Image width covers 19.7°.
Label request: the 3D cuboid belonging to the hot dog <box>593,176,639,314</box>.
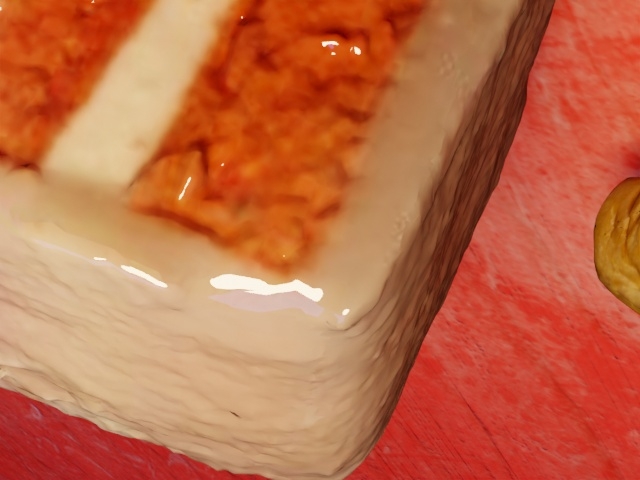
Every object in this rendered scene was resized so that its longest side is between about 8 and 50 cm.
[{"bbox_3d":[0.275,0.052,0.871,0.158,0.117,0.349,29,-172,-41],"label":"hot dog"}]

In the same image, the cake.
[{"bbox_3d":[-0.037,-0.071,0.802,0.237,0.309,0.230,20,159,9],"label":"cake"}]
